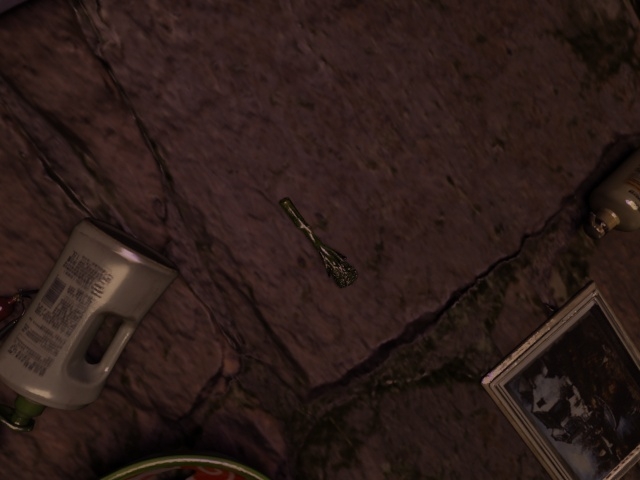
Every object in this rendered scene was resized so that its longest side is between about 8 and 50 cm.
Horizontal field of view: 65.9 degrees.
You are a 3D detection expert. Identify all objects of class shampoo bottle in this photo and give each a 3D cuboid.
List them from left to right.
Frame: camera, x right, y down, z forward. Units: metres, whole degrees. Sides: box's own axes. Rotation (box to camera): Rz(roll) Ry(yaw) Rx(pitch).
[{"bbox_3d":[-0.265,0.101,0.535,0.118,0.087,0.234,33,88,-13],"label":"shampoo bottle"},{"bbox_3d":[0.427,-0.062,0.681,0.162,0.079,0.079,-42,103,-5],"label":"shampoo bottle"}]

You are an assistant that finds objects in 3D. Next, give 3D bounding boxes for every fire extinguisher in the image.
[{"bbox_3d":[-0.355,0.090,0.536,0.100,0.046,0.032,-32,145,-2],"label":"fire extinguisher"}]

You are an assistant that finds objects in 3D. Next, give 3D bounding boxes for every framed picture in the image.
[{"bbox_3d":[0.402,0.241,0.738,0.232,0.019,0.296,-40,103,-6],"label":"framed picture"}]

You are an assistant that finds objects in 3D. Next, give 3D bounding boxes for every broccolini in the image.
[{"bbox_3d":[0.000,0.000,0.620,0.035,0.030,0.140,-38,98,-15],"label":"broccolini"}]

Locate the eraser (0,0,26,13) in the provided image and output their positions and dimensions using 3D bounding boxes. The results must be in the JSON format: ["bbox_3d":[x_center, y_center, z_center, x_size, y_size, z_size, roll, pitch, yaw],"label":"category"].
[{"bbox_3d":[-0.264,-0.369,0.478,0.290,0.104,0.189,-32,98,-8],"label":"eraser"}]

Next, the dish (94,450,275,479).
[{"bbox_3d":[-0.166,0.389,0.575,0.325,0.124,0.323,0,89,-12],"label":"dish"}]
